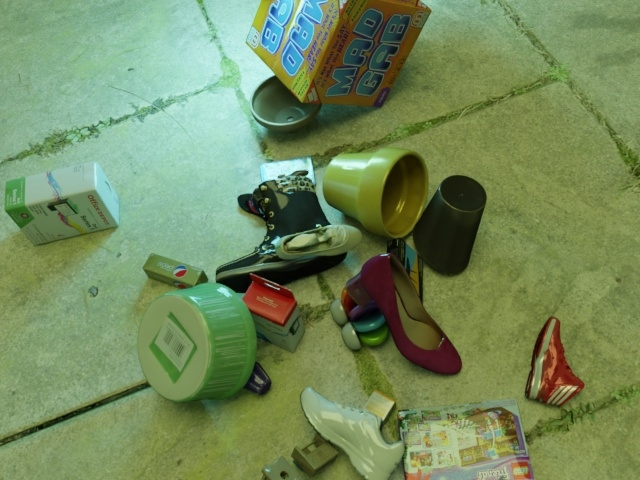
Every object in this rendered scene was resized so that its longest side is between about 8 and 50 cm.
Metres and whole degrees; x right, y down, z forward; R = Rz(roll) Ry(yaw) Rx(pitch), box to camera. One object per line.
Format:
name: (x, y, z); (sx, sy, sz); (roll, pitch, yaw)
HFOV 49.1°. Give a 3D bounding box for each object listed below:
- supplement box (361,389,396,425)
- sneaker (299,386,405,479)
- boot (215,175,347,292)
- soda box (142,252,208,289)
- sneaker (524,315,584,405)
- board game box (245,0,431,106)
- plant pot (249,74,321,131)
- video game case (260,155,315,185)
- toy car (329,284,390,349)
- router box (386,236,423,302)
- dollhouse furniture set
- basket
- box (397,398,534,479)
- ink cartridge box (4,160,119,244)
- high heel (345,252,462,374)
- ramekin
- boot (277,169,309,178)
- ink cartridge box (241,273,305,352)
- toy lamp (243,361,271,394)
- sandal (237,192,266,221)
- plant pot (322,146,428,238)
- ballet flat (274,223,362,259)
supplement box: (0.137, 0.431, 1.746); (0.062, 0.036, 0.098); (27, 65, 24)
sneaker: (0.076, 0.448, 1.686); (0.297, 0.111, 0.129); (39, 90, 18)
boot: (-0.140, -0.021, 2.003); (0.377, 0.138, 0.284); (-17, 64, -7)
soda box: (-0.421, 0.096, 2.032); (0.181, 0.061, 0.058); (16, 62, 18)
sneaker: (0.596, 0.308, 1.745); (0.128, 0.087, 0.221); (19, 74, 10)
board game box: (0.048, -0.671, 2.204); (0.356, 0.356, 0.356); (-7, 47, -42)
plant pot: (-0.106, -0.430, 2.300); (0.237, 0.110, 0.238); (-4, 56, 7)
video game case: (-0.104, -0.206, 2.210); (0.166, 0.015, 0.119); (-10, 57, 2)
toy car: (0.115, 0.186, 1.849); (0.159, 0.136, 0.182); (-22, 57, -6)
router box: (0.227, 0.100, 1.889); (0.046, 0.133, 0.179); (-17, 52, 32)
dollhouse furniture set: (-0.041, 0.575, 1.651); (0.183, 0.129, 0.129); (-22, 52, -42)
basket: (0.355, -0.057, 1.899); (0.154, 0.227, 0.204); (-13, 55, -18)
box: (0.338, 0.493, 1.664); (0.293, 0.057, 0.201); (-6, 56, 4)
ink cartridge box: (-0.779, -0.111, 2.136); (0.278, 0.201, 0.117); (-13, 57, -1)
high heel: (0.240, 0.188, 1.722); (0.377, 0.181, 0.127); (38, 51, -9)
ramekin: (-0.321, 0.260, 1.763); (0.303, 0.148, 0.304); (-1, 89, 36)
boot: (-0.077, -0.154, 2.147); (0.106, 0.037, 0.114); (-14, 68, 9)
ink cartridge box: (-0.126, 0.191, 1.825); (0.134, 0.231, 0.078); (20, 62, 21)
toy lamp: (-0.242, 0.311, 1.857); (0.274, 0.080, 0.080); (32, 67, 25)
sandal: (-0.181, -0.102, 2.138); (0.179, 0.040, 0.067); (33, 67, 25)
plant pot: (0.146, -0.152, 2.015); (0.239, 0.254, 0.254); (18, 60, 37)
ballet flat: (0.000, 0.000, 1.889); (0.248, 0.086, 0.086); (-13, 56, -13)
